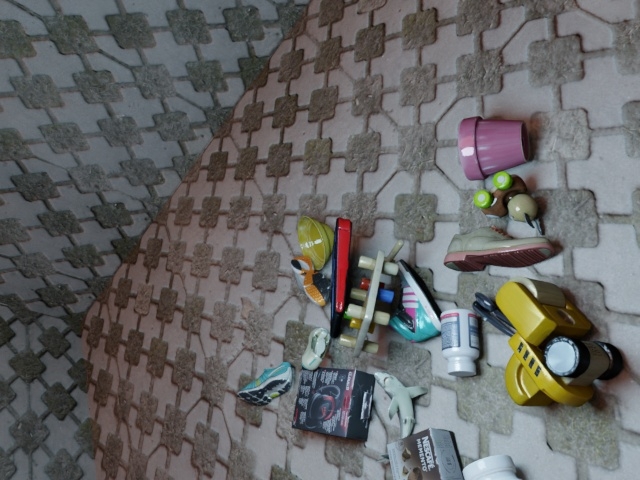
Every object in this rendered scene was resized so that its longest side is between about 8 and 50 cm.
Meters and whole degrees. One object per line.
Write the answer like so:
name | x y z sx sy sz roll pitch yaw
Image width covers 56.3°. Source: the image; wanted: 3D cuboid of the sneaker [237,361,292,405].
sneaker | -0.209 0.559 2.324 0.275 0.107 0.110 -31 31 28

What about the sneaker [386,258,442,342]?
sneaker | 0.272 0.213 1.936 0.178 0.124 0.295 -38 47 16

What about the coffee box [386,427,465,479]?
coffee box | 0.306 0.690 1.649 0.168 0.119 0.297 -34 49 34

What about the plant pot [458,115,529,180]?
plant pot | 0.541 -0.292 1.849 0.180 0.201 0.201 -4 67 29

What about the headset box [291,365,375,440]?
headset box | 0.053 0.543 2.009 0.293 0.110 0.218 -10 64 45

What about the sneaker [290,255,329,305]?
sneaker | -0.032 0.175 2.303 0.262 0.099 0.121 -122 20 -47

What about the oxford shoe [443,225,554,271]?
oxford shoe | 0.518 0.008 1.765 0.348 0.123 0.130 -7 60 45

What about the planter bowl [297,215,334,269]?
planter bowl | 0.000 0.000 2.331 0.217 0.090 0.217 40 138 49

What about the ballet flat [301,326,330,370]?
ballet flat | -0.002 0.363 2.115 0.086 0.086 0.248 -43 12 25

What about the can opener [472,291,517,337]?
can opener | 0.507 0.224 1.715 0.059 0.073 0.186 -49 51 7

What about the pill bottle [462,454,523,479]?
pill bottle | 0.456 0.682 1.456 0.162 0.162 0.278 -39 47 28

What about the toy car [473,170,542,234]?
toy car | 0.570 -0.087 1.744 0.149 0.155 0.188 -47 55 21

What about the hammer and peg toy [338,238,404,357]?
hammer and peg toy | 0.159 0.153 1.873 0.266 0.127 0.361 99 -175 -53

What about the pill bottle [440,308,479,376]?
pill bottle | 0.407 0.299 1.745 0.108 0.108 0.180 -19 57 41

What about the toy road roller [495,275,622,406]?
toy road roller | 0.560 0.276 1.526 0.240 0.202 0.329 -56 41 28

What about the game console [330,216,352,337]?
game console | 0.059 0.133 2.070 0.386 0.060 0.342 92 -176 -68

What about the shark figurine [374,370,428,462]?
shark figurine | 0.238 0.539 1.843 0.116 0.166 0.278 158 111 -72
